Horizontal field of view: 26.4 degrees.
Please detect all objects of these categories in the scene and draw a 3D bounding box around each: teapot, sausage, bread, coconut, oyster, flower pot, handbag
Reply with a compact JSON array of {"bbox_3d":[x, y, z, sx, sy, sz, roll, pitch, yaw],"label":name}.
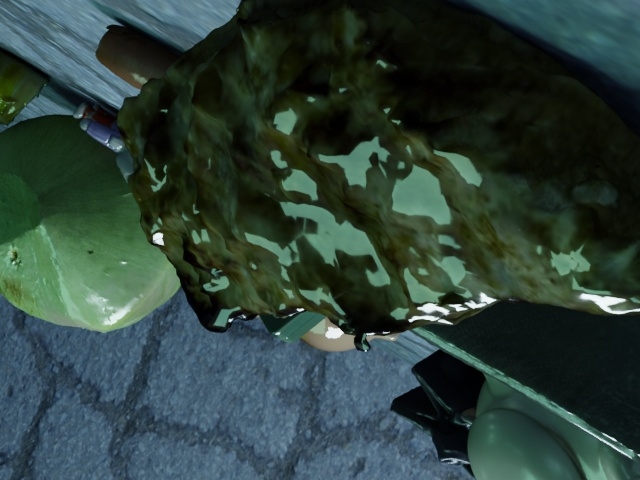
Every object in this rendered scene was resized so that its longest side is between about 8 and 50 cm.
[{"bbox_3d":[0.186,0.148,1.247,0.318,0.149,0.220,46,147,18],"label":"teapot"},{"bbox_3d":[-0.090,-0.108,1.034,0.186,0.043,0.043,30,175,9],"label":"sausage"},{"bbox_3d":[-0.411,-0.205,1.758,0.157,0.083,0.094,27,161,46],"label":"bread"},{"bbox_3d":[-0.317,-0.024,1.803,0.328,0.281,0.328,49,-178,-2],"label":"coconut"},{"bbox_3d":[0.021,-0.026,0.629,0.396,0.111,0.204,-5,136,50],"label":"oyster"},{"bbox_3d":[0.134,0.039,0.809,0.229,0.108,0.103,31,176,12],"label":"flower pot"},{"bbox_3d":[0.251,0.236,1.544,0.326,0.118,0.269,34,-165,15],"label":"handbag"}]

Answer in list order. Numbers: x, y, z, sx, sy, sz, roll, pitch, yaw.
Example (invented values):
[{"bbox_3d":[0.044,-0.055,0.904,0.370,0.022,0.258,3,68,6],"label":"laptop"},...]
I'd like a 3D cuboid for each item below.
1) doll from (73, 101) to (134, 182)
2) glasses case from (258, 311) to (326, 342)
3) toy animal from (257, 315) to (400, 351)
[{"bbox_3d":[-0.207,-0.093,1.660,0.227,0.075,0.102,41,-166,13],"label":"doll"},{"bbox_3d":[-0.052,0.014,1.397,0.039,0.078,0.184,36,-162,-55],"label":"glasses case"},{"bbox_3d":[-0.021,0.040,1.505,0.248,0.149,0.165,36,161,21],"label":"toy animal"}]
